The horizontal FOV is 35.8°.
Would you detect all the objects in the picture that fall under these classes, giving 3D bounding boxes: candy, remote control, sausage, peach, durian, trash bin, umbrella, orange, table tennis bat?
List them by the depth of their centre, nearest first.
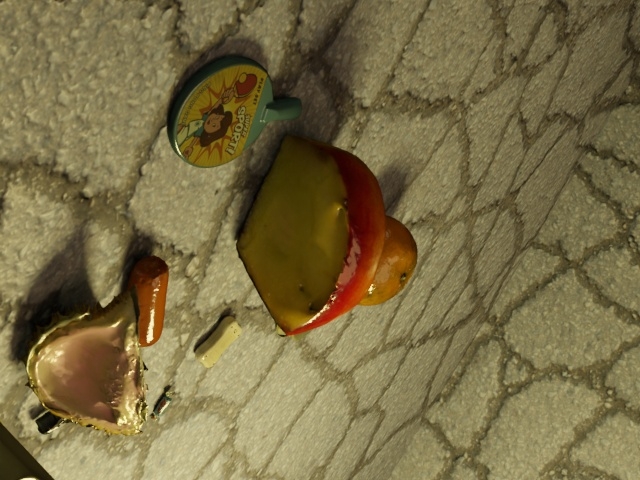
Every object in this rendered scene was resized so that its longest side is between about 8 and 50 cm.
[{"bbox_3d":[-0.542,0.368,1.611,0.121,0.247,0.243,-50,151,-14],"label":"trash bin"},{"bbox_3d":[-0.424,0.212,1.746,0.195,0.185,0.305,-13,130,-27],"label":"durian"},{"bbox_3d":[-0.148,-0.234,1.801,0.329,0.044,0.215,-12,130,-51],"label":"table tennis bat"},{"bbox_3d":[-0.327,0.114,1.862,0.076,0.076,0.198,-26,139,-44],"label":"sausage"},{"bbox_3d":[-0.441,0.297,1.901,0.235,0.059,0.066,-35,-171,-28],"label":"umbrella"},{"bbox_3d":[0.000,0.000,2.029,0.242,0.306,0.380,11,106,-54],"label":"peach"},{"bbox_3d":[-0.346,0.362,2.165,0.083,0.020,0.030,-56,153,7],"label":"candy"},{"bbox_3d":[-0.226,0.224,2.191,0.122,0.032,0.074,-49,152,-14],"label":"remote control"},{"bbox_3d":[0.136,0.055,2.434,0.240,0.171,0.240,-38,149,-28],"label":"orange"}]

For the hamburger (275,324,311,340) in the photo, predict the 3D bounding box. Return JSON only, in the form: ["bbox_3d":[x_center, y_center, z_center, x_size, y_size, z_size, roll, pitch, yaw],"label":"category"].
[{"bbox_3d":[-0.045,0.179,2.404,0.140,0.062,0.133,-42,154,-28],"label":"hamburger"}]
